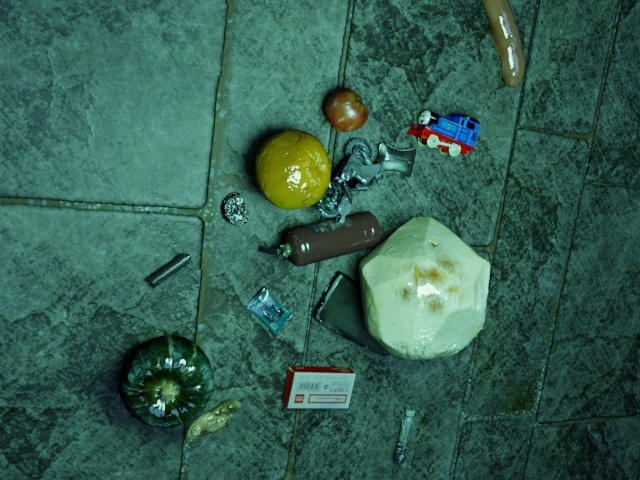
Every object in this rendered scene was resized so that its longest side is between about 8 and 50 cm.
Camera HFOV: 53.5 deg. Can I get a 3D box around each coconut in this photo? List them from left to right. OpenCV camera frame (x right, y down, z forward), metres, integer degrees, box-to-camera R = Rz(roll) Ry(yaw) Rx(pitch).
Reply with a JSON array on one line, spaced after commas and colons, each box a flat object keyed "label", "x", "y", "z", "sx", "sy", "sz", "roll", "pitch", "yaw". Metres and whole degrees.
[{"label": "coconut", "x": 0.295, "y": 0.134, "z": 1.853, "sx": 0.415, "sy": 0.344, "sz": 0.416, "roll": -3, "pitch": 95, "yaw": -43}]

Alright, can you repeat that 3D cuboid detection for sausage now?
[{"label": "sausage", "x": 0.569, "y": -0.632, "z": 1.959, "sx": 0.087, "sy": 0.079, "sz": 0.327, "roll": -36, "pitch": 116, "yaw": -24}]

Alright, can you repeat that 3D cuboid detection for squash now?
[{"label": "squash", "x": -0.416, "y": 0.381, "z": 1.717, "sx": 0.252, "sy": 0.165, "sz": 0.252, "roll": -5, "pitch": 104, "yaw": -20}]

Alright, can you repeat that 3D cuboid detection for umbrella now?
[{"label": "umbrella", "x": -0.409, "y": 0.081, "z": 1.724, "sx": 0.133, "sy": 0.031, "sz": 0.036, "roll": -36, "pitch": 141, "yaw": -13}, {"label": "umbrella", "x": 0.290, "y": 0.667, "z": 2.171, "sx": 0.050, "sy": 0.046, "sz": 0.188, "roll": 11, "pitch": 93, "yaw": -18}]

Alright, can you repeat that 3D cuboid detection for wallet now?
[{"label": "wallet", "x": 0.134, "y": 0.238, "z": 1.996, "sx": 0.318, "sy": 0.045, "sz": 0.173, "roll": 31, "pitch": 86, "yaw": -26}]

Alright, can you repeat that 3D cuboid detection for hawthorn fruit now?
[{"label": "hawthorn fruit", "x": 0.068, "y": -0.359, "z": 1.779, "sx": 0.140, "sy": 0.125, "sz": 0.125, "roll": -41, "pitch": 115, "yaw": -12}]

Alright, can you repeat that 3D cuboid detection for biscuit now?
[{"label": "biscuit", "x": -0.232, "y": -0.087, "z": 1.763, "sx": 0.087, "sy": 0.027, "sz": 0.089, "roll": 22, "pitch": 93, "yaw": -26}]

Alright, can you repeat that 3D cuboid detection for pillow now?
[{"label": "pillow", "x": 0.229, "y": -0.240, "z": 1.918, "sx": 0.135, "sy": 0.055, "sz": 0.091, "roll": 6, "pitch": 132, "yaw": -22}]

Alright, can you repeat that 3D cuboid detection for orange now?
[{"label": "orange", "x": -0.076, "y": -0.190, "z": 1.713, "sx": 0.219, "sy": 0.193, "sz": 0.219, "roll": 28, "pitch": 49, "yaw": -37}]

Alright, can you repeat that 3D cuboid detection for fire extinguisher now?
[{"label": "fire extinguisher", "x": 0.000, "y": 0.000, "z": 1.838, "sx": 0.337, "sy": 0.135, "sz": 0.114, "roll": -14, "pitch": 104, "yaw": -26}]

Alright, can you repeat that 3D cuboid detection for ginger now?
[{"label": "ginger", "x": -0.323, "y": 0.517, "z": 1.768, "sx": 0.149, "sy": 0.258, "sz": 0.065, "roll": -38, "pitch": 83, "yaw": 12}]

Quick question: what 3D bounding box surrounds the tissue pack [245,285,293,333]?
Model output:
[{"label": "tissue pack", "x": -0.147, "y": 0.208, "z": 1.874, "sx": 0.085, "sy": 0.028, "sz": 0.138, "roll": -48, "pitch": 113, "yaw": -6}]

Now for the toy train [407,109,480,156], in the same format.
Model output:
[{"label": "toy train", "x": 0.380, "y": -0.334, "z": 1.946, "sx": 0.203, "sy": 0.082, "sz": 0.131, "roll": 14, "pitch": 97, "yaw": -28}]

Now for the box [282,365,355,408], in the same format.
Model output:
[{"label": "box", "x": 0.001, "y": 0.460, "z": 1.988, "sx": 0.229, "sy": 0.050, "sz": 0.123, "roll": 6, "pitch": 102, "yaw": -26}]

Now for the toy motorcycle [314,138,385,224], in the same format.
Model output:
[{"label": "toy motorcycle", "x": 0.095, "y": -0.161, "z": 1.831, "sx": 0.159, "sy": 0.106, "sz": 0.271, "roll": 34, "pitch": 68, "yaw": -15}]
